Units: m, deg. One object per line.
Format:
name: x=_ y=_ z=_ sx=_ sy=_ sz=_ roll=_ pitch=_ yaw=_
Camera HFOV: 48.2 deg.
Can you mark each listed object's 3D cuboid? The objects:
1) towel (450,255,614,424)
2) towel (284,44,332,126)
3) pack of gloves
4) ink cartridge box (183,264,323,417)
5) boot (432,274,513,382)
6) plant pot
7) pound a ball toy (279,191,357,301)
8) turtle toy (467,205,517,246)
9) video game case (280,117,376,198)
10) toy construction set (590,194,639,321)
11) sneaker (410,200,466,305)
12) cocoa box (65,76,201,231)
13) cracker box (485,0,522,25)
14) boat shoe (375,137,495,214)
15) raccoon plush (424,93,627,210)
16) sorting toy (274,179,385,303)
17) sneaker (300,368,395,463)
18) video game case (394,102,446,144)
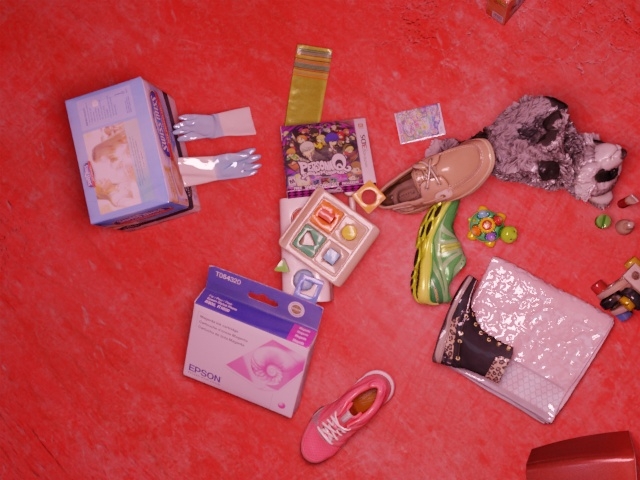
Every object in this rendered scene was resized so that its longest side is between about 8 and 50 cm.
towel: x=0.510 y=0.250 z=1.798 sx=0.332 sy=0.053 sz=0.316 roll=29 pitch=92 yaw=10
towel: x=-0.035 y=-0.414 z=1.956 sx=0.102 sy=0.021 sz=0.237 roll=9 pitch=88 yaw=12
pack of gloves: x=-0.272 y=-0.259 z=1.921 sx=0.232 sy=0.046 sz=0.195 roll=-12 pitch=85 yaw=-22
ink cartridge box: x=-0.182 y=0.265 z=1.847 sx=0.324 sy=0.071 sz=0.330 roll=19 pitch=119 yaw=12
boot: x=0.391 y=0.219 z=1.755 sx=0.179 sy=0.085 sz=0.236 roll=21 pitch=96 yaw=11
plant pot: x=0.609 y=0.598 z=1.666 sx=0.236 sy=0.267 sz=0.267 roll=-5 pitch=85 yaw=21
pound a ball toy: x=0.000 y=0.000 z=1.866 sx=0.208 sy=0.136 sz=0.319 roll=-2 pitch=87 yaw=11
turtle toy: x=0.437 y=-0.032 z=1.821 sx=0.130 sy=0.066 sz=0.095 roll=22 pitch=91 yaw=11
video game case: x=0.018 y=-0.216 z=1.865 sx=0.232 sy=0.041 sz=0.210 roll=-6 pitch=61 yaw=-1
toy construction set: x=0.763 y=0.041 z=1.670 sx=0.258 sy=0.237 sz=0.308 roll=-19 pitch=83 yaw=9
sneaker: x=0.312 y=0.024 z=1.837 sx=0.124 sy=0.109 sz=0.295 roll=14 pitch=86 yaw=-15
cocoa box: x=-0.500 y=-0.223 z=1.924 sx=0.232 sy=0.228 sz=0.346 roll=-15 pitch=84 yaw=9
cracker box: x=0.518 y=-0.673 z=1.801 sx=0.067 sy=0.156 sz=0.232 roll=40 pitch=94 yaw=10
boat shoe: x=0.274 y=-0.145 z=1.743 sx=0.341 sy=0.110 sz=0.121 roll=-32 pitch=67 yaw=47
raccoon plush: x=0.529 y=-0.210 z=1.794 sx=0.446 sy=0.299 sz=0.216 roll=15 pitch=82 yaw=50
sorting toy: x=0.023 y=-0.010 z=1.777 sx=0.196 sy=0.047 sz=0.347 roll=35 pitch=89 yaw=-1
sneaker: x=0.055 y=0.448 z=1.826 sx=0.314 sy=0.136 sz=0.116 roll=-46 pitch=79 yaw=5
video game case: x=0.264 y=-0.309 z=1.899 sx=0.122 sy=0.011 sz=0.087 roll=-12 pitch=84 yaw=9
